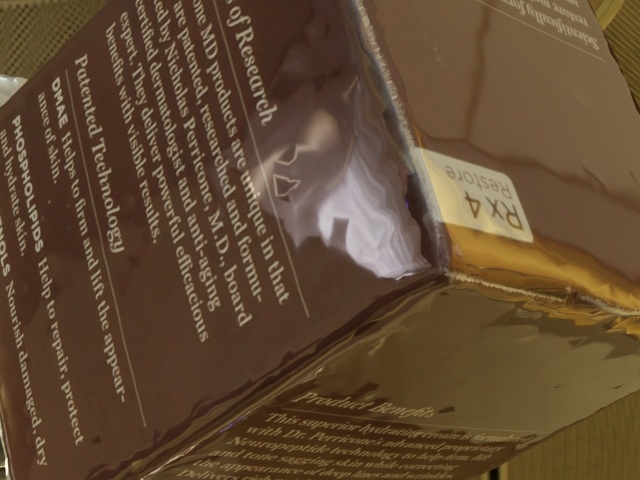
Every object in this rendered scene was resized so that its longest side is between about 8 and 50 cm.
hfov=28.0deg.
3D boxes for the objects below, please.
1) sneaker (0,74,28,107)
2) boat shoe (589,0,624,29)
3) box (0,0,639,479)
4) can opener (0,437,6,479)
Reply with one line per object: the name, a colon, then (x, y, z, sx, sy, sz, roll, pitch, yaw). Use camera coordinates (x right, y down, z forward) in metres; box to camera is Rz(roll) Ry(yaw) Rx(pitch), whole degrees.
sneaker: (-0.254, -0.049, 1.062, 0.083, 0.071, 0.190, 3, -65, 21)
boat shoe: (0.066, -0.131, 0.817, 0.285, 0.104, 0.089, -28, -35, 36)
box: (0.000, 0.000, 0.466, 0.203, 0.167, 0.168, -36, -32, 32)
can opener: (-0.126, 0.113, 0.970, 0.280, 0.093, 0.074, -16, -26, -13)
